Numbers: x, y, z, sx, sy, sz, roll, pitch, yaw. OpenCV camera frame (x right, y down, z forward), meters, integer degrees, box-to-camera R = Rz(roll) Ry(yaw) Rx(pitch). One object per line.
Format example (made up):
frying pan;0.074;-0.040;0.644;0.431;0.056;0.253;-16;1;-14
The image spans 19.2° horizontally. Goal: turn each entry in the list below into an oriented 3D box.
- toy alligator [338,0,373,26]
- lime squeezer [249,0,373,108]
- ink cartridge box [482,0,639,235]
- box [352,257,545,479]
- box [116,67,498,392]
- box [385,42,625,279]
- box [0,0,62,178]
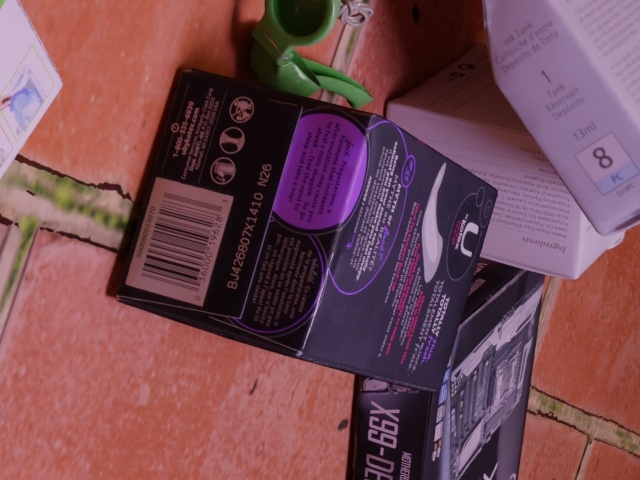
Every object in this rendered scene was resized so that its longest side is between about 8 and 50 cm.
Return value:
toy alligator;-0.011;-0.201;1.271;0.190;0.056;0.051;39;30;-64
lime squeezer;0.007;-0.148;1.261;0.110;0.059;0.310;-16;155;-13
ink cartridge box;0.195;-0.225;1.470;0.091;0.385;0.308;-35;-179;38
box;0.112;0.176;1.726;0.242;0.076;0.307;-33;134;-55
box;0.000;0.000;1.302;0.270;0.143;0.165;24;83;-65
box;0.169;-0.070;1.566;0.181;0.182;0.119;-36;134;-53
box;-0.225;-0.038;0.848;0.203;0.114;0.103;-60;152;-24
